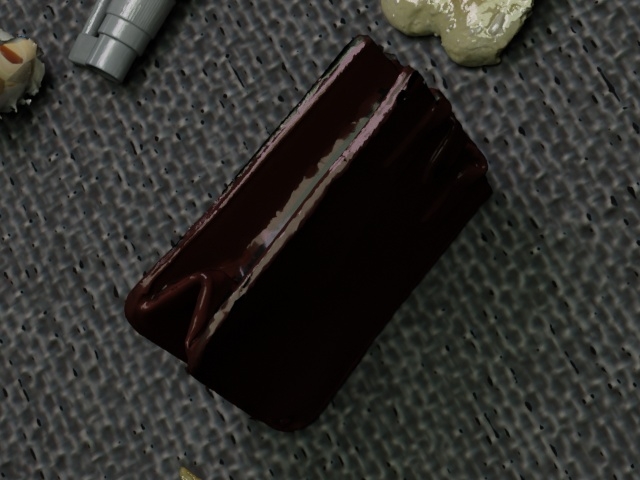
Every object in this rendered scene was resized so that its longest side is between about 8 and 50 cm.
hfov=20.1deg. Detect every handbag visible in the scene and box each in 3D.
[{"bbox_3d":[0.001,0.001,1.347,0.084,0.260,0.275,40,87,25],"label":"handbag"}]

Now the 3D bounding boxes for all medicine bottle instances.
[{"bbox_3d":[-0.146,-0.244,1.578,0.092,0.061,0.220,21,80,46],"label":"medicine bottle"}]

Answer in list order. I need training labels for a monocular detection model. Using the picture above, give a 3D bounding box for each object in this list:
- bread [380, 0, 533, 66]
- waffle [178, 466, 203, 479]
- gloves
[{"bbox_3d":[0.143,-0.273,1.505,0.182,0.039,0.251,37,88,23],"label":"bread"},{"bbox_3d":[-0.106,0.289,1.414,0.125,0.032,0.191,27,82,21],"label":"waffle"},{"bbox_3d":[-0.324,-0.151,1.578,0.153,0.114,0.070,21,126,24],"label":"gloves"}]
